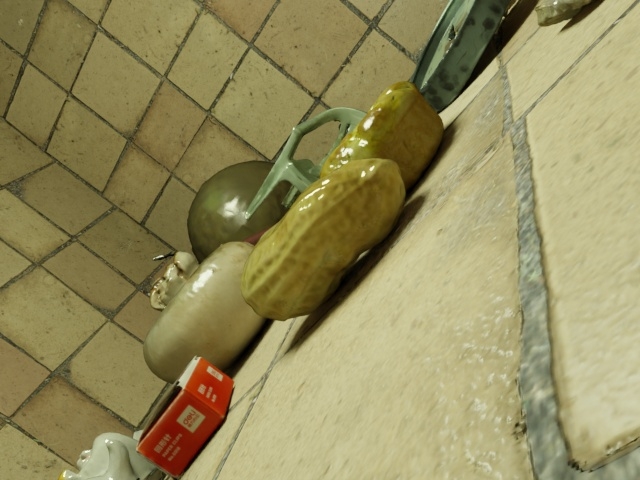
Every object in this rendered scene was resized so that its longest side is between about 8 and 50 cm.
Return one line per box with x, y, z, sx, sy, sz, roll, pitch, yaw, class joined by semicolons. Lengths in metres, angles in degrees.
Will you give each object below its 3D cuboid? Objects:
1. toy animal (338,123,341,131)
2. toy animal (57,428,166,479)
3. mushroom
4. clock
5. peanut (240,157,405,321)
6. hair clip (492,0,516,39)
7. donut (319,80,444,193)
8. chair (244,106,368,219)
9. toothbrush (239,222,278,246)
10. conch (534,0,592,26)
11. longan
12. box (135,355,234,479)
0.088;-0.244;1.535;0.085;0.148;0.232;-54;6;-28;toy animal
-0.370;0.440;0.978;0.325;0.154;0.209;38;-111;-75;toy animal
-0.274;0.142;1.270;0.362;0.294;0.362;-50;5;6;mushroom
0.283;-0.418;1.150;0.325;0.067;0.325;-63;7;14;clock
0.000;0.000;0.798;0.305;0.147;0.147;-49;6;29;peanut
0.382;-0.492;1.227;0.214;0.056;0.062;-57;-28;-35;hair clip
0.106;-0.152;0.925;0.208;0.128;0.261;-48;7;28;donut
0.014;-0.121;1.139;0.275;0.203;0.190;-54;-8;29;chair
-0.075;-0.042;1.485;0.363;0.041;0.041;-26;-5;-22;toothbrush
0.318;-0.350;0.625;0.178;0.163;0.245;-20;-28;-24;conch
-0.245;-0.064;1.890;0.404;0.404;0.436;-46;10;48;longan
-0.230;0.294;0.967;0.133;0.099;0.182;-53;5;3;box
